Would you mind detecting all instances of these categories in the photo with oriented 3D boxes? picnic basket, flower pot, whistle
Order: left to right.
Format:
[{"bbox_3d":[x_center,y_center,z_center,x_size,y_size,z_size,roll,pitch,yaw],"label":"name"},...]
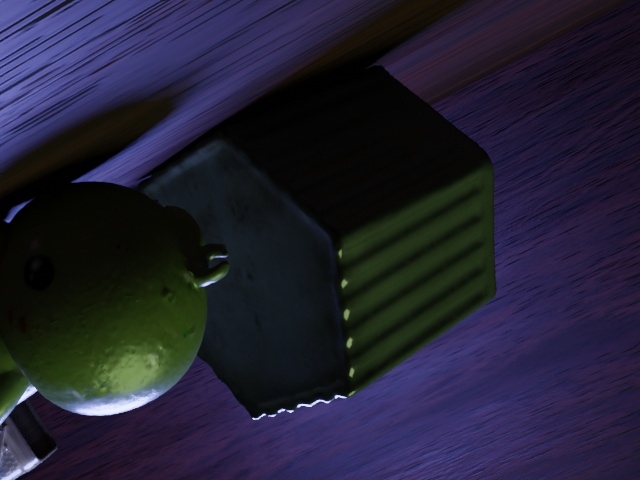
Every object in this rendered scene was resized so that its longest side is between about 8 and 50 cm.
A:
[{"bbox_3d":[-0.537,0.271,1.544,0.139,0.266,0.165,-33,180,-5],"label":"picnic basket"},{"bbox_3d":[-0.193,0.043,0.575,0.294,0.141,0.141,-10,-177,3],"label":"whistle"},{"bbox_3d":[0.000,0.000,0.781,0.190,0.239,0.209,-29,154,-42],"label":"flower pot"}]
